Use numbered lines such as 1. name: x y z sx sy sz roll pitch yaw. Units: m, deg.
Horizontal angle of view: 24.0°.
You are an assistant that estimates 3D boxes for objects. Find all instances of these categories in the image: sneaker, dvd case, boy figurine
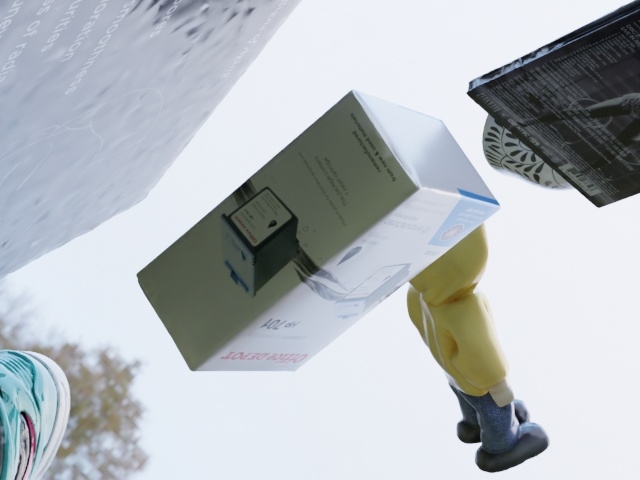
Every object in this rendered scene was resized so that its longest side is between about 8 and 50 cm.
1. sneaker: -0.284 0.217 1.103 0.124 0.295 0.178 16 -6 14
2. dvd case: 0.242 -0.105 1.133 0.164 0.018 0.221 37 -36 -25
3. boy figurine: 0.143 0.086 1.486 0.177 0.092 0.285 -124 -166 -62

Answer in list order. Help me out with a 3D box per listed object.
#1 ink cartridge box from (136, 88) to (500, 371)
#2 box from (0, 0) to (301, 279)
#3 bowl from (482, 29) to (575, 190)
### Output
1. ink cartridge box: 0.000 0.000 0.958 0.191 0.140 0.082 -41 -111 19
2. box: -0.246 -0.176 0.955 0.297 0.472 0.480 51 -48 8
3. bowl: 0.236 -0.099 1.342 0.080 0.170 0.170 54 -34 36
